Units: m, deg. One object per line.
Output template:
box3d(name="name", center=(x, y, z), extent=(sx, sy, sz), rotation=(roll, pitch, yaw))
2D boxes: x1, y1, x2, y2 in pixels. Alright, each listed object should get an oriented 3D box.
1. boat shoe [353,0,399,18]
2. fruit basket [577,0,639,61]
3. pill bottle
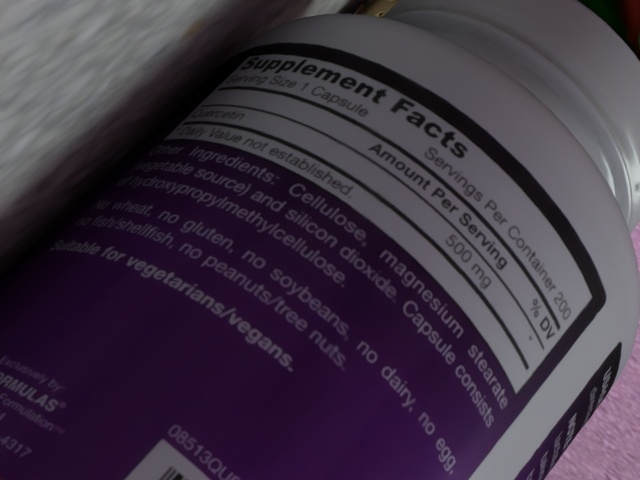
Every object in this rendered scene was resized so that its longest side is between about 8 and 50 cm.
box3d(name="boat shoe", center=(0.035, -0.089, 0.791), extent=(0.059, 0.063, 0.170), rotation=(-53, -174, 16))
box3d(name="fruit basket", center=(0.263, -0.181, 0.797), extent=(0.392, 0.283, 0.392), rotation=(-27, 156, -13))
box3d(name="pill bottle", center=(-0.015, 0.049, 0.577), extent=(0.323, 0.181, 0.181), rotation=(-47, 177, -30))
